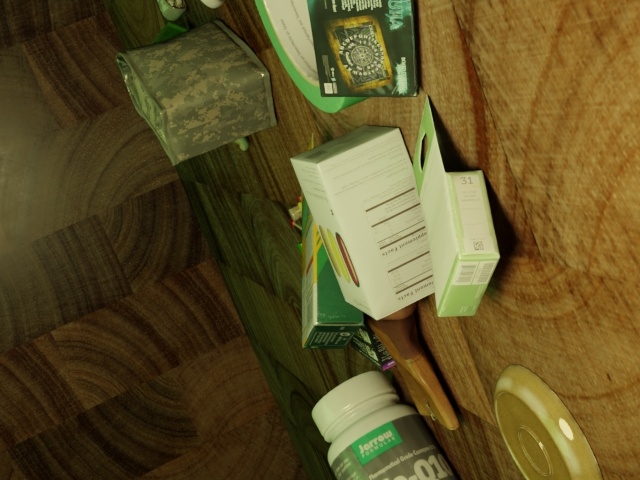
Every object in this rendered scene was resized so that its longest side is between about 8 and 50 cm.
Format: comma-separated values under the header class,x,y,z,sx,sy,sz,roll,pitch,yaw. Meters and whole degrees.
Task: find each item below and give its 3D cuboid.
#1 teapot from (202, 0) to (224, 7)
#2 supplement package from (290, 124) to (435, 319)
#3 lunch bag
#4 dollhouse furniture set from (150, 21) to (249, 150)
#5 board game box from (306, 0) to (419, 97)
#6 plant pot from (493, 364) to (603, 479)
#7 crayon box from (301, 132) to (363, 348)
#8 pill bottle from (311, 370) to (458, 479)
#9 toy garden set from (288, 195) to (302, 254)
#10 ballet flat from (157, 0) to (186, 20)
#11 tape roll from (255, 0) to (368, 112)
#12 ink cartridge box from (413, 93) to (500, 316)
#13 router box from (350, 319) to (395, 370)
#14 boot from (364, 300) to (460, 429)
class,x,y,z,sx,sy,sz,roll,pitch,yaw
teapot,-0.251,-0.552,1.603,0.252,0.256,0.187,22,-171,20
supplement package,0.074,-0.030,1.391,0.244,0.133,0.139,68,166,-14
lunch bag,-0.256,-0.319,1.917,0.287,0.235,0.169,55,161,38
dollhouse furniture set,-0.266,-0.365,2.246,0.301,0.151,0.197,29,167,39
board game box,0.052,-0.250,1.139,0.186,0.126,0.026,81,-164,-47
plant pot,0.302,0.282,1.298,0.236,0.032,0.236,59,165,26
crayon box,0.016,0.006,1.603,0.203,0.083,0.323,111,158,-72
pill bottle,0.140,0.447,1.829,0.361,0.204,0.204,58,165,25
toy garden set,0.000,0.000,1.918,0.204,0.049,0.244,65,167,-5
ballet flat,-0.371,-0.621,2.222,0.068,0.072,0.213,-21,95,49
tape roll,-0.011,-0.337,1.305,0.321,0.077,0.321,59,166,25
ink cartridge box,0.166,-0.043,1.204,0.171,0.056,0.235,93,173,-62
router box,0.086,0.168,1.878,0.133,0.046,0.179,69,166,-16
boot,0.151,0.195,1.584,0.281,0.096,0.264,65,165,-5
